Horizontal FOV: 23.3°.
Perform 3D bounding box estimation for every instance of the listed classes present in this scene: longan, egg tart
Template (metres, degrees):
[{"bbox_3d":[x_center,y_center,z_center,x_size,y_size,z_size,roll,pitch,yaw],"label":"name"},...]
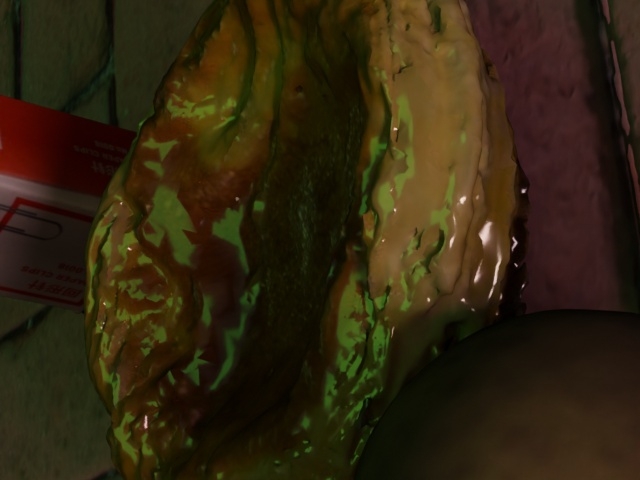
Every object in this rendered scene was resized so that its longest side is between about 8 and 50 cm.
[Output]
[{"bbox_3d":[0.104,0.130,0.599,0.196,0.196,0.220,-41,42,42],"label":"longan"},{"bbox_3d":[0.000,0.000,0.824,0.352,0.150,0.352,-26,58,51],"label":"egg tart"}]

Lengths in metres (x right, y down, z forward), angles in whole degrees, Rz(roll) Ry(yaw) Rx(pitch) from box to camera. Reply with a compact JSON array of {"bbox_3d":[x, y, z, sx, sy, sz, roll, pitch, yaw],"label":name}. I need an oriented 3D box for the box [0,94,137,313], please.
[{"bbox_3d":[-0.224,-0.025,1.135,0.133,0.182,0.099,-46,45,34],"label":"box"}]
